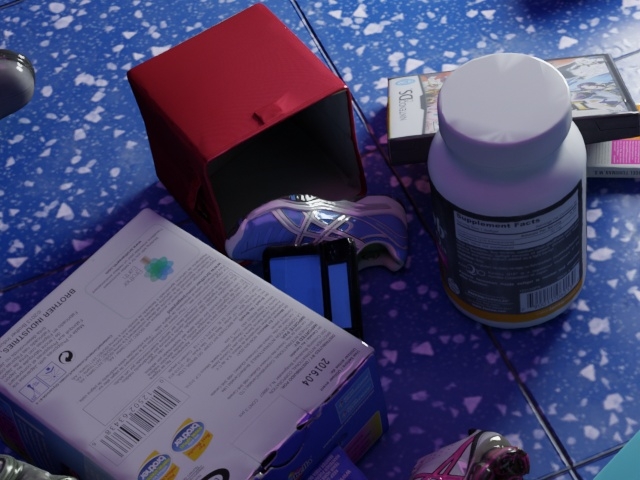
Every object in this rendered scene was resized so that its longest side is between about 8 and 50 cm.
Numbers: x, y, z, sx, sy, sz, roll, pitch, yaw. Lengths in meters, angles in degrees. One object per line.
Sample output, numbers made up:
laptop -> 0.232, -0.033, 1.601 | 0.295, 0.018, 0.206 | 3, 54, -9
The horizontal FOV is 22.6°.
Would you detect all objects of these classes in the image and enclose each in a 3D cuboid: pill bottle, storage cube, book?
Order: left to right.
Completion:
storage cube -> -0.086, -0.121, 1.835 | 0.215, 0.184, 0.193 | -30, 50, -15
pill bottle -> 0.195, -0.049, 1.658 | 0.162, 0.278, 0.162 | -5, 48, 6
book -> 0.363, -0.115, 1.850 | 0.144, 0.035, 0.096 | 2, 53, 12

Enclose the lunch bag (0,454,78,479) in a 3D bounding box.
lunch bag -> -0.318, 0.352, 1.464 | 0.256, 0.212, 0.305 | 16, 52, 43

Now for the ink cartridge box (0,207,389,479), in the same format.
ink cartridge box -> -0.118, 0.175, 1.606 | 0.395, 0.151, 0.270 | 30, 61, 32

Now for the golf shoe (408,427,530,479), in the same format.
golf shoe -> 0.114, 0.251, 1.562 | 0.186, 0.067, 0.086 | -30, 35, -24

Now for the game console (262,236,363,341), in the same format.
game console -> -0.008, 0.062, 1.702 | 0.071, 0.107, 0.122 | -4, 87, -22

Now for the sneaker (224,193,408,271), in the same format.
sneaker -> 0.000, 0.000, 1.770 | 0.211, 0.080, 0.081 | -7, 56, -10

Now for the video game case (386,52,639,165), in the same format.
video game case -> 0.213, -0.155, 1.837 | 0.274, 0.035, 0.248 | -6, 21, 5

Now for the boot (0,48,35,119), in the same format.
boot -> -0.487, -0.086, 1.940 | 0.338, 0.118, 0.223 | -23, 52, 4

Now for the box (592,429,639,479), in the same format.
box -> 0.271, 0.270, 1.487 | 0.060, 0.100, 0.244 | 33, 61, 33
